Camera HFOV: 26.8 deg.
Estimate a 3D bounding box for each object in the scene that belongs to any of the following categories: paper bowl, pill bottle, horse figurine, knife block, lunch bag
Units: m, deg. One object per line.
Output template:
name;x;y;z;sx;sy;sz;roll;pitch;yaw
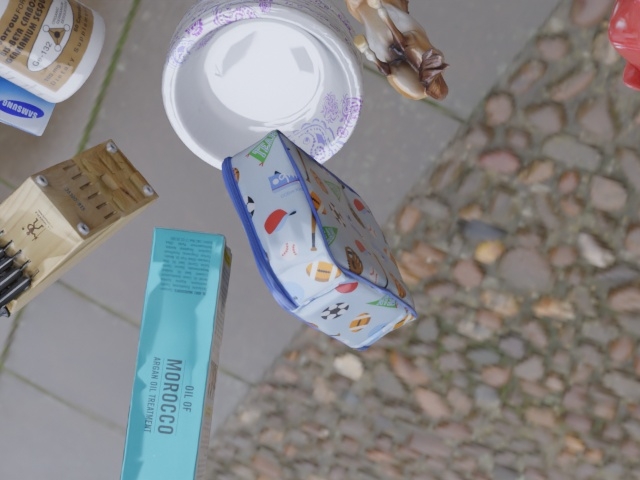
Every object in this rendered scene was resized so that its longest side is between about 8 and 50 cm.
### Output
paper bowl;-0.080;-0.241;1.923;0.284;0.148;0.284;1;128;1
pill bottle;-0.391;-0.274;1.641;0.229;0.131;0.131;28;149;-35
horse figurine;0.071;-0.218;1.376;0.066;0.263;0.174;-40;139;14
knife block;-0.327;0.018;1.449;0.242;0.275;0.088;-39;92;24
lunch bag;0.000;0.000;1.691;0.115;0.243;0.303;-32;150;12

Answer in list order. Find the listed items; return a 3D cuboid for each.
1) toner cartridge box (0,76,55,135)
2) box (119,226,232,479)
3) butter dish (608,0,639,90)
toner cartridge box;-0.587;-0.264;2.032;0.347;0.075;0.165;23;179;-42
box;-0.118;0.118;1.094;0.060;0.244;0.100;7;171;1
butter dish;0.328;-0.221;1.249;0.118;0.160;0.160;21;-175;-30
